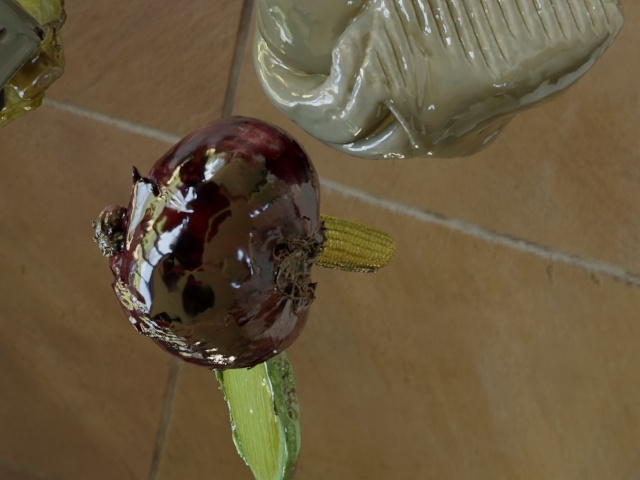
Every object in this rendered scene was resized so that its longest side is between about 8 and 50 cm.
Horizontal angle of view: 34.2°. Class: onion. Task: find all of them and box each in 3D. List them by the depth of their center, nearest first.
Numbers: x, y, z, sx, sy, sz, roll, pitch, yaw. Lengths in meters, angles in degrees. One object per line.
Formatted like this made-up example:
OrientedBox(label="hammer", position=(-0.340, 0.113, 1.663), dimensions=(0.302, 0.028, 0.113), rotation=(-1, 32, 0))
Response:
OrientedBox(label="onion", position=(-0.102, -0.001, 1.098), dimensions=(0.280, 0.221, 0.281), rotation=(12, 112, 33))

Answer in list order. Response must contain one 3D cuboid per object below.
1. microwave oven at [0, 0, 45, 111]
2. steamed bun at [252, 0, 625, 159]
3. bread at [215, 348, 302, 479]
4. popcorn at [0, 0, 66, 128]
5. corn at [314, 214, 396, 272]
OrientedBox(label="microwave oven", position=(-0.361, -0.035, 0.591), dimensions=(0.355, 0.286, 0.218), rotation=(-38, 112, 16))
OrientedBox(label="steamed bun", position=(0.101, -0.239, 1.080), dimensions=(0.367, 0.255, 0.343), rotation=(-13, 77, -13))
OrientedBox(label="bread", position=(-0.089, 0.200, 1.419), dimensions=(0.045, 0.301, 0.301), rotation=(-10, 125, -21))
OrientedBox(label="popcorn", position=(-0.316, -0.209, 0.950), dimensions=(0.266, 0.192, 0.233), rotation=(29, 111, 38))
OrientedBox(label="corn", position=(0.000, 0.000, 1.379), dimensions=(0.203, 0.072, 0.072), rotation=(10, 125, -17))
